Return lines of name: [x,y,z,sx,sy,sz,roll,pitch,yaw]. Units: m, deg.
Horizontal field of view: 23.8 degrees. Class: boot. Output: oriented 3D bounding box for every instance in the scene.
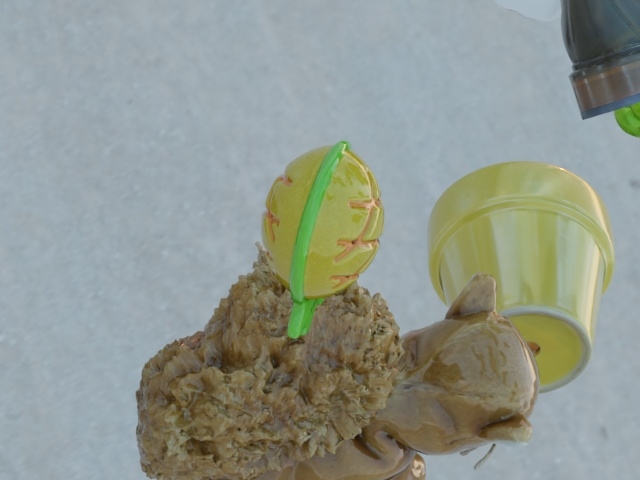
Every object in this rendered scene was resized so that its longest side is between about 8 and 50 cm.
boot: [0.171,-0.134,0.810,0.219,0.082,0.106,-31,102,-67]

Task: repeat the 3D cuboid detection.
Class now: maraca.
maraca: [0.000,0.000,1.264,0.099,0.186,0.127,20,45,13]

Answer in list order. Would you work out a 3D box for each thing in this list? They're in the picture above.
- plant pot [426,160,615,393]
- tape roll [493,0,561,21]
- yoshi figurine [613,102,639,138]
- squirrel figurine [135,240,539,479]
plant pot: [0.268,0.065,2.014,0.254,0.254,0.239,36,35,-26]
tape roll: [0.186,-0.369,1.615,0.286,0.100,0.286,31,32,-23]
yoshi figurine: [0.529,-0.146,1.856,0.362,0.204,0.203,22,32,-20]
squirrel figurine: [0.026,0.164,1.550,0.397,0.370,0.281,42,37,-57]
